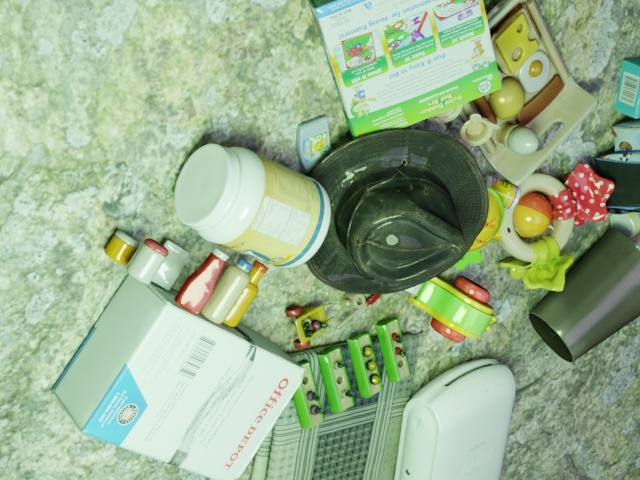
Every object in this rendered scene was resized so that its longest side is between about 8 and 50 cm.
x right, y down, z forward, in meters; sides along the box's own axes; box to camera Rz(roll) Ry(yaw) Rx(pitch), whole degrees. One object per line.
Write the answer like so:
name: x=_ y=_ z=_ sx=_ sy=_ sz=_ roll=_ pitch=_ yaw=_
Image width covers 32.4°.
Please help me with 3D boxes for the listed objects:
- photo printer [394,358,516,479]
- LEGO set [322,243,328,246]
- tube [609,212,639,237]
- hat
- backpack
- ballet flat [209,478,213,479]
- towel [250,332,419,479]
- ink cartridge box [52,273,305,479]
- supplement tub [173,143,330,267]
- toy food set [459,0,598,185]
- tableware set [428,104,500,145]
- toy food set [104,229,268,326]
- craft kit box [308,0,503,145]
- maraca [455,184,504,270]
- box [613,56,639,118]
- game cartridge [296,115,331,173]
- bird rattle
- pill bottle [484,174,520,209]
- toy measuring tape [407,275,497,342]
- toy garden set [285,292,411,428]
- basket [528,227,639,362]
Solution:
photo printer: x=0.257 y=0.380 z=2.100 sx=0.256 sy=0.107 sz=0.308 roll=-18 pitch=123 yaw=-41
LEGO set: x=-0.001 y=-0.002 z=1.783 sx=0.054 sy=0.023 sz=0.083 roll=1 pitch=113 yaw=-36
tube: x=0.685 y=-0.074 z=2.227 sx=0.240 sy=0.062 sz=0.070 roll=-26 pitch=170 yaw=-29
hat: x=0.135 y=-0.019 z=1.729 sx=0.331 sy=0.134 sz=0.331 roll=-9 pitch=119 yaw=-16
backpack: x=0.677 y=-0.137 z=2.068 sx=0.263 sy=0.276 sz=0.213 roll=-6 pitch=104 yaw=-37
ballet flat: x=-0.172 y=0.379 z=1.859 sx=0.041 sy=0.041 sz=0.114 roll=9 pitch=108 yaw=-39
towel: x=0.026 y=0.324 z=1.969 sx=0.312 sy=0.056 sz=0.324 roll=-7 pitch=115 yaw=-37
ink cartridge box: x=-0.209 y=0.215 z=1.676 sx=0.307 sy=0.129 sz=0.223 roll=32 pitch=92 yaw=-42
supplement tub: x=-0.099 y=-0.051 z=1.605 sx=0.199 sy=0.144 sz=0.144 roll=22 pitch=100 yaw=-41
toy food set: x=0.339 y=-0.264 z=1.844 sx=0.220 sy=0.092 sz=0.306 roll=-45 pitch=132 yaw=-7
tableware set: x=0.204 y=-0.168 z=1.806 sx=0.141 sy=0.020 sz=0.169 roll=24 pitch=121 yaw=-27
toy food set: x=-0.185 y=0.036 z=1.587 sx=0.232 sy=0.111 sz=0.104 roll=33 pitch=92 yaw=-19
craft kit box: x=0.132 y=-0.295 z=1.656 sx=0.249 sy=0.061 sz=0.247 roll=-21 pitch=124 yaw=-3
maraca: x=0.247 y=-0.024 z=1.903 sx=0.127 sy=0.099 sz=0.186 roll=12 pitch=126 yaw=-4
box: x=0.669 y=-0.301 z=2.087 sx=0.244 sy=0.060 sz=0.101 roll=-13 pitch=121 yaw=-30
game cartridge: x=-0.011 y=-0.147 z=1.705 sx=0.056 sy=0.017 sz=0.083 roll=-22 pitch=125 yaw=-21
bird rattle: x=0.413 y=-0.039 z=2.003 sx=0.207 sy=0.143 sz=0.253 roll=29 pitch=92 yaw=-25
pill bottle: x=0.305 y=-0.088 z=1.929 sx=0.083 sy=0.043 sz=0.043 roll=21 pitch=102 yaw=-8
toy measuring tape: x=0.209 y=0.106 z=1.934 sx=0.330 sy=0.121 sz=0.121 roll=24 pitch=98 yaw=-41
toy garden set: x=0.051 y=0.180 z=1.858 sx=0.244 sy=0.049 sz=0.204 roll=-23 pitch=106 yaw=-34
basket: x=0.534 y=0.119 z=2.157 sx=0.227 sy=0.154 sz=0.204 roll=-38 pitch=129 yaw=-9
